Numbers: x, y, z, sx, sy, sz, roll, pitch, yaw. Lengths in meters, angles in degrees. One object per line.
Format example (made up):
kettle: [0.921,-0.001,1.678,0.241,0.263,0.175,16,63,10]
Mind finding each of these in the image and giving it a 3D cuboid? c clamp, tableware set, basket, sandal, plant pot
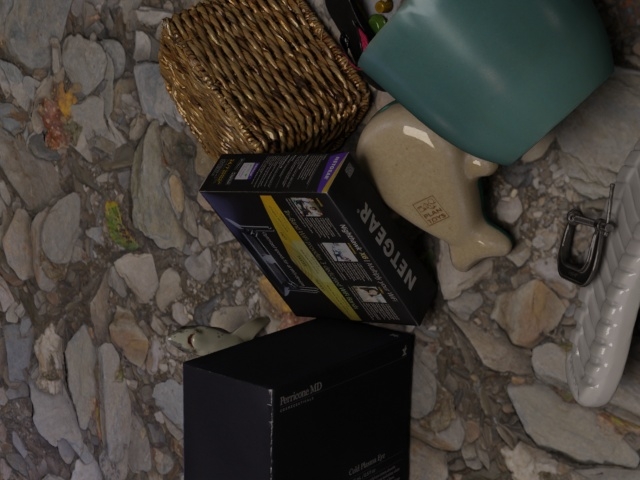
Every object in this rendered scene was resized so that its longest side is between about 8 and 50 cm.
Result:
c clamp: [0.355,-0.006,1.652,0.160,0.022,0.137,-172,90,-80]
tableware set: [0.047,-0.372,1.872,0.154,0.024,0.104,32,126,28]
basket: [-0.092,-0.238,1.966,0.299,0.223,0.213,53,159,17]
sandal: [0.420,0.025,1.597,0.102,0.169,0.416,11,114,-10]
plant pot: [0.232,-0.239,1.594,0.235,0.293,0.293,48,126,3]
sandal: [0.054,-0.296,1.854,0.067,0.040,0.179,-32,90,47]

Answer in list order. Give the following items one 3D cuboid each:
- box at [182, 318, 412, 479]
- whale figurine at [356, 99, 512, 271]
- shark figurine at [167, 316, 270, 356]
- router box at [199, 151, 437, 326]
box: [-0.029,0.308,1.870,0.179,0.343,0.313,12,106,37]
whale figurine: [0.176,-0.089,1.781,0.216,0.141,0.272,-28,106,39]
shark figurine: [-0.139,0.239,2.122,0.278,0.166,0.116,63,157,-12]
router box: [0.000,0.000,1.837,0.242,0.081,0.309,3,142,38]
